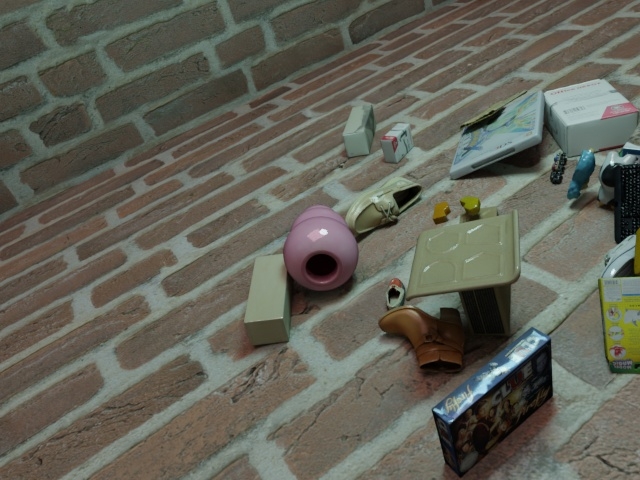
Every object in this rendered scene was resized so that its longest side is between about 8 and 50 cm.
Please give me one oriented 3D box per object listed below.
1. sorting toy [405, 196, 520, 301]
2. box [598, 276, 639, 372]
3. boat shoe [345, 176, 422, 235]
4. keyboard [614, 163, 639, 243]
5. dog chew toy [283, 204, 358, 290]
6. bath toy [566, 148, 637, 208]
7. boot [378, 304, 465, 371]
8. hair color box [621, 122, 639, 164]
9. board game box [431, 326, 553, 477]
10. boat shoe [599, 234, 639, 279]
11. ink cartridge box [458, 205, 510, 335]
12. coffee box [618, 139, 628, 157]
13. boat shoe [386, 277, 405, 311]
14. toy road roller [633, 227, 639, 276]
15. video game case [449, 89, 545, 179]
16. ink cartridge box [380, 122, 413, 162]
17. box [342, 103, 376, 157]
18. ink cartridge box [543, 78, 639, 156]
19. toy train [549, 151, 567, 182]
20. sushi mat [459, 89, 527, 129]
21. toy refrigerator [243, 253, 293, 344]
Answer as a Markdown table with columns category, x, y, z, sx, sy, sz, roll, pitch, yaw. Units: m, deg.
| category | x | y | z | sx | sy | sz | roll | pitch | yaw |
| --- | --- | --- | --- | --- | --- | --- | --- | --- | --- |
| sorting toy | 0.304 | 0.005 | 1.031 | 0.229 | 0.041 | 0.307 | -16 | 31 | 31 |
| box | 0.595 | 0.159 | 0.928 | 0.105 | 0.179 | 0.043 | -4 | -7 | 22 |
| boat shoe | 0.200 | -0.107 | 1.530 | 0.302 | 0.109 | 0.098 | -34 | 34 | -30 |
| keyboard | 0.753 | -0.088 | 1.158 | 0.100 | 0.192 | 0.038 | -1 | 0 | 30 |
| dog chew toy | 0.000 | 0.000 | 1.406 | 0.206 | 0.207 | 0.332 | -15 | 25 | 7 |
| bath toy | 0.814 | -0.123 | 1.220 | 0.348 | 0.151 | 0.129 | 21 | 85 | 41 |
| boot | 0.219 | 0.221 | 1.083 | 0.197 | 0.073 | 0.152 | -9 | 39 | 20 |
| hair color box | 0.967 | -0.212 | 1.216 | 0.347 | 0.105 | 0.174 | 17 | 50 | 42 |
| board game box | 0.310 | 0.283 | 0.860 | 0.243 | 0.165 | 0.042 | -32 | 35 | -17 |
| boat shoe | 0.678 | 0.052 | 1.095 | 0.226 | 0.083 | 0.075 | -24 | 21 | -27 |
| ink cartridge box | 0.371 | 0.068 | 1.108 | 0.088 | 0.193 | 0.235 | -7 | 35 | 26 |
| coffee box | 0.954 | -0.238 | 1.385 | 0.184 | 0.040 | 0.113 | 18 | 49 | 42 |
| boat shoe | 0.188 | 0.138 | 1.240 | 0.049 | 0.043 | 0.137 | -10 | 33 | 18 |
| toy road roller | 0.784 | -0.043 | 0.959 | 0.202 | 0.241 | 0.330 | 23 | 55 | 13 |
| video game case | 0.596 | -0.358 | 1.648 | 0.299 | 0.036 | 0.329 | -23 | 25 | 39 |
| ink cartridge box | 0.293 | -0.371 | 1.861 | 0.056 | 0.099 | 0.135 | 12 | 45 | 39 |
| box | 0.167 | -0.463 | 2.049 | 0.094 | 0.113 | 0.275 | -6 | 37 | 18 |
| ink cartridge box | 0.869 | -0.405 | 1.598 | 0.207 | 0.117 | 0.283 | -11 | 34 | 14 |
| toy train | 0.727 | -0.224 | 1.497 | 0.036 | 0.027 | 0.158 | -6 | 35 | 39 |
| sushi mat | 0.645 | -0.489 | 1.817 | 0.316 | 0.019 | 0.151 | -34 | 10 | -40 |
| toy refrigerator | -0.133 | 0.156 | 1.337 | 0.102 | 0.094 | 0.270 | -8 | 35 | 5 |
